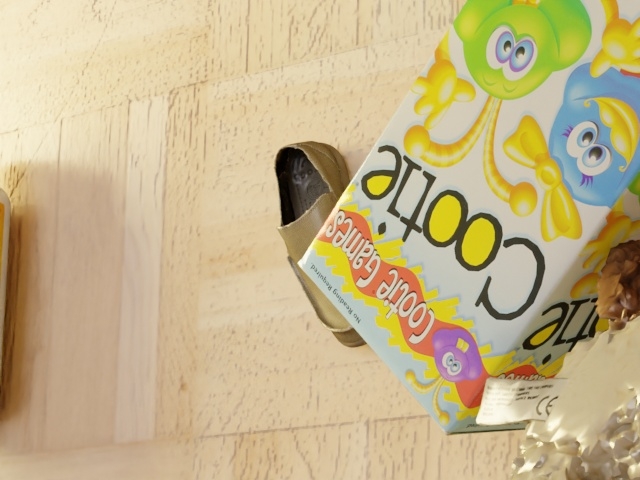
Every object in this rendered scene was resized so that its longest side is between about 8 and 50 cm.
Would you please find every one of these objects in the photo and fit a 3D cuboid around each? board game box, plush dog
[{"bbox_3d":[0.138,-0.047,0.940,0.144,0.142,0.275,48,118,32],"label":"board game box"},{"bbox_3d":[0.213,0.127,0.829,0.262,0.225,0.210,-39,24,29],"label":"plush dog"}]

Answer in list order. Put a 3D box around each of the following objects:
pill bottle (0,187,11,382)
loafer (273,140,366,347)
[{"bbox_3d":[-0.287,0.025,1.299,0.117,0.117,0.215,-11,70,35],"label":"pill bottle"},{"bbox_3d":[0.000,0.000,1.128,0.056,0.050,0.148,-35,58,25],"label":"loafer"}]
